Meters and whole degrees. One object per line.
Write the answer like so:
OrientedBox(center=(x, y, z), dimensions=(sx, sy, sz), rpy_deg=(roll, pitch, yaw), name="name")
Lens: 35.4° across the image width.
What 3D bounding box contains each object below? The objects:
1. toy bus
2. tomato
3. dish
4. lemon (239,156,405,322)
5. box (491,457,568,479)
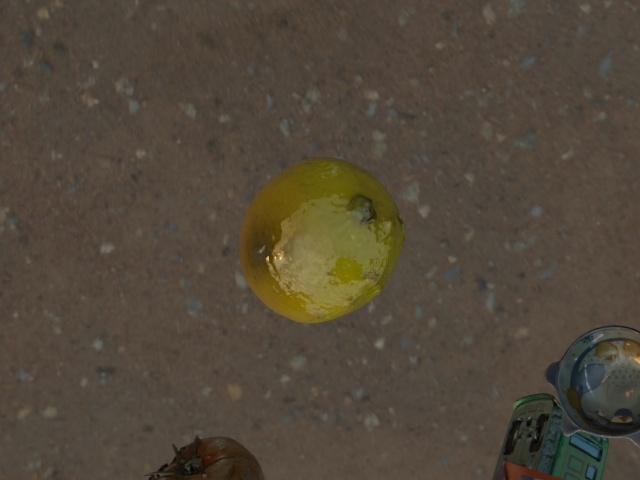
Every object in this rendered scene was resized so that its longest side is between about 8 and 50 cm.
OrientedBox(center=(0.475, 0.516, 2.102), dimensions=(0.199, 0.343, 0.183), rpy_deg=(27, 158, -13), name="toy bus")
OrientedBox(center=(-0.172, 0.420, 1.640), dimensions=(0.155, 0.214, 0.180), rpy_deg=(-16, 111, 40), name="tomato")
OrientedBox(center=(0.530, 0.272, 1.802), dimensions=(0.086, 0.236, 0.228), rpy_deg=(30, 91, -50), name="dish")
OrientedBox(center=(-0.001, 0.001, 1.575), dimensions=(0.260, 0.260, 0.284), rpy_deg=(-2, 143, -10), name="lemon")
OrientedBox(center=(0.265, 0.511, 1.189), dimensions=(0.257, 0.318, 0.348), rpy_deg=(20, 118, -10), name="box")
